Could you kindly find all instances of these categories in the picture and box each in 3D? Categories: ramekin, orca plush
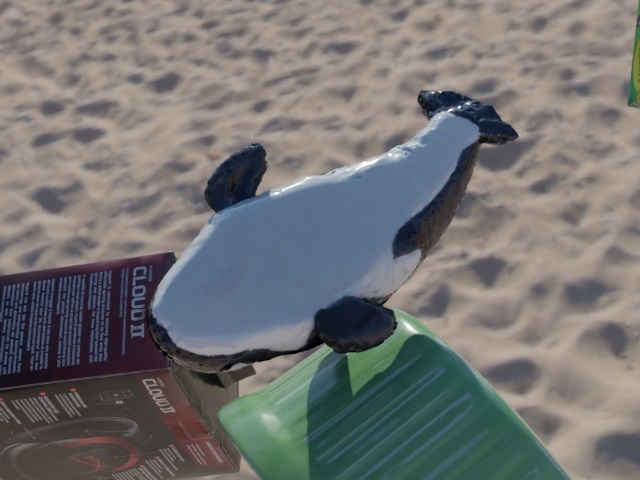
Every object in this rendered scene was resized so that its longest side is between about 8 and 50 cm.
[{"bbox_3d":[0.079,0.191,0.837,0.148,0.303,0.303,-39,32,-7],"label":"ramekin"},{"bbox_3d":[0.000,0.000,0.797,0.151,0.102,0.287,34,59,6],"label":"orca plush"}]

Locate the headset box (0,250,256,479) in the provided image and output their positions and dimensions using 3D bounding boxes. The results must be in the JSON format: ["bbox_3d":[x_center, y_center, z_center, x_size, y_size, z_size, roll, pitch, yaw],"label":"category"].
[{"bbox_3d":[-0.204,0.122,1.005,0.293,0.218,0.110,-8,57,8],"label":"headset box"}]

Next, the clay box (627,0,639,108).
[{"bbox_3d":[0.321,-0.206,0.945,0.127,0.222,0.053,9,-8,-7],"label":"clay box"}]
